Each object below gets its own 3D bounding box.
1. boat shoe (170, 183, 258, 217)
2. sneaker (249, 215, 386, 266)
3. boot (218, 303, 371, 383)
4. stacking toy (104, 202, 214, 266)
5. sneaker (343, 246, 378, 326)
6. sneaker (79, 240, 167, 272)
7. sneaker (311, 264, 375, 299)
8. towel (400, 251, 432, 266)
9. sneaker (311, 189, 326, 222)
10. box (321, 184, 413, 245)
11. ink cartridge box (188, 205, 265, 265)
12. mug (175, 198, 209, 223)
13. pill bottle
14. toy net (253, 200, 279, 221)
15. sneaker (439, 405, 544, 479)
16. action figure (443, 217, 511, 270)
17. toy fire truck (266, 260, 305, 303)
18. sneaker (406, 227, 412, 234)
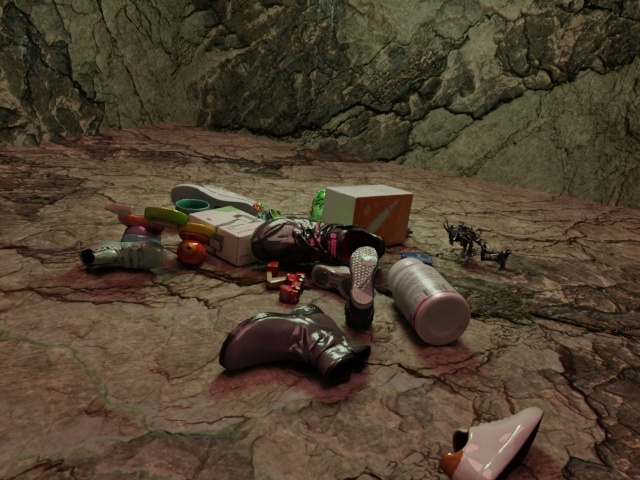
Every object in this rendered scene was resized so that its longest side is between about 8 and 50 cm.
[{"bbox_3d":[-0.434,-0.171,2.227,0.367,0.136,0.156,10,21,0],"label":"boat shoe"},{"bbox_3d":[0.000,0.000,1.793,0.483,0.185,0.202,0,-7,-15],"label":"sneaker"},{"bbox_3d":[-0.049,0.262,1.256,0.338,0.118,0.223,-17,36,-40],"label":"boot"},{"bbox_3d":[-0.524,-0.011,1.685,0.309,0.130,0.279,5,-13,11],"label":"stacking toy"},{"bbox_3d":[0.118,0.141,1.519,0.086,0.163,0.226,6,47,7],"label":"sneaker"},{"bbox_3d":[-0.608,0.056,1.619,0.256,0.094,0.151,3,13,17],"label":"sneaker"},{"bbox_3d":[0.090,0.125,1.692,0.232,0.090,0.115,23,22,33],"label":"sneaker"},{"bbox_3d":[0.365,0.068,2.011,0.119,0.029,0.067,9,20,6],"label":"towel"},{"bbox_3d":[0.011,-0.149,2.331,0.109,0.123,0.295,3,22,-12],"label":"sneaker"},{"bbox_3d":[0.185,-0.097,2.092,0.345,0.215,0.168,-8,22,-42],"label":"box"},{"bbox_3d":[-0.312,-0.022,1.898,0.273,0.114,0.198,23,25,35],"label":"ink cartridge box"},{"bbox_3d":[-0.499,-0.100,2.068,0.129,0.097,0.158,6,20,-1],"label":"mug"},{"bbox_3d":[0.305,0.166,1.547,0.160,0.160,0.283,2,21,-14],"label":"pill bottle"},{"bbox_3d":[-0.230,-0.092,2.115,0.045,0.122,0.232,-28,14,16],"label":"toy net"},{"bbox_3d":[0.342,0.389,1.048,0.123,0.106,0.290,27,30,37],"label":"sneaker"},{"bbox_3d":[0.584,0.028,2.046,0.276,0.141,0.164,30,28,13],"label":"action figure"},{"bbox_3d":[-0.118,0.130,1.660,0.135,0.047,0.192,9,22,5],"label":"toy fire truck"},{"bbox_3d":[0.296,-0.070,2.320,0.224,0.083,0.098,32,11,39],"label":"sneaker"}]
